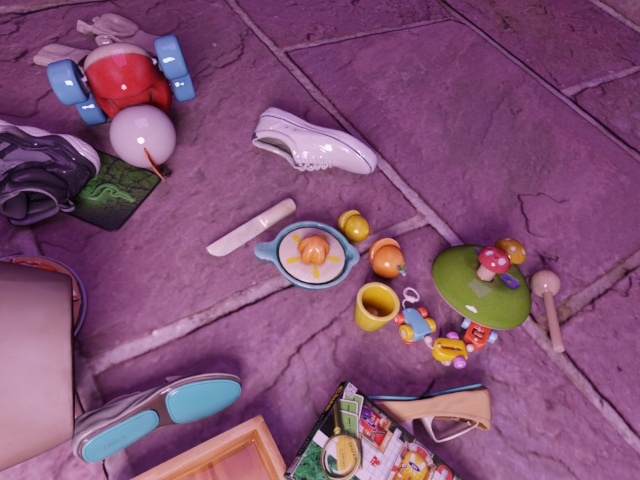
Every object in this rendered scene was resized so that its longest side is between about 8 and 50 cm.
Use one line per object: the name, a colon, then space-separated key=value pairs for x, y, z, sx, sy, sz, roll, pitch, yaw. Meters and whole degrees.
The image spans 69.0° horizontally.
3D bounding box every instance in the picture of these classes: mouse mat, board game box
mouse mat: x=-0.405 y=-0.100 z=0.832 sx=0.190 sy=0.007 sz=0.152 roll=22 pitch=52 yaw=5
board game box: x=0.093 y=0.310 z=0.575 sx=0.260 sy=0.030 sz=0.136 roll=41 pitch=60 yaw=-4

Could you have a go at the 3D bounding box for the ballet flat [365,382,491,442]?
ballet flat: x=0.140 y=0.248 z=0.656 sx=0.233 sy=0.080 sz=0.073 roll=-2 pitch=69 yaw=-12

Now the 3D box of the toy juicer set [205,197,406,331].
toy juicer set: x=0.000 y=0.000 z=0.797 sx=0.329 sy=0.089 sz=0.209 roll=25 pitch=53 yaw=7

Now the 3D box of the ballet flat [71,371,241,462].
ballet flat: x=-0.212 y=0.211 z=0.609 sx=0.213 sy=0.072 sz=0.068 roll=-17 pitch=29 yaw=-27

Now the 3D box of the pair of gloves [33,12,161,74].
pair of gloves: x=-0.480 y=-0.434 z=1.040 sx=0.204 sy=0.042 sz=0.240 roll=23 pitch=52 yaw=5

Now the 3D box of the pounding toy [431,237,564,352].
pounding toy: x=0.320 y=0.057 z=0.791 sx=0.237 sy=0.110 sz=0.183 roll=21 pitch=39 yaw=1

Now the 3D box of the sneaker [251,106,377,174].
sneaker: x=-0.016 y=-0.177 z=0.938 sx=0.258 sy=0.094 sz=0.091 roll=22 pitch=70 yaw=9

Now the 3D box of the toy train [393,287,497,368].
toy train: x=0.197 y=0.150 z=0.762 sx=0.166 sy=0.046 sz=0.125 roll=26 pitch=41 yaw=11

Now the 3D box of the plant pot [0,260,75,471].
plant pot: x=-0.413 y=0.138 z=0.481 sx=0.281 sy=0.323 sz=0.323 roll=0 pitch=53 yaw=-27

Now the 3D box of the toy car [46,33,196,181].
toy car: x=-0.328 y=-0.212 z=0.854 sx=0.219 sy=0.210 sz=0.237 roll=-17 pitch=88 yaw=-9

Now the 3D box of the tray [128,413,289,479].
tray: x=-0.067 y=0.422 z=0.480 sx=0.203 sy=0.076 sz=0.410 roll=-20 pitch=60 yaw=-25

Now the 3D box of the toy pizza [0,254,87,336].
toy pizza: x=-0.443 y=0.099 z=0.658 sx=0.202 sy=0.032 sz=0.201 roll=6 pitch=53 yaw=-8

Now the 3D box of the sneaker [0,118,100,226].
sneaker: x=-0.512 y=-0.111 z=0.746 sx=0.269 sy=0.101 sz=0.153 roll=8 pitch=51 yaw=-10
